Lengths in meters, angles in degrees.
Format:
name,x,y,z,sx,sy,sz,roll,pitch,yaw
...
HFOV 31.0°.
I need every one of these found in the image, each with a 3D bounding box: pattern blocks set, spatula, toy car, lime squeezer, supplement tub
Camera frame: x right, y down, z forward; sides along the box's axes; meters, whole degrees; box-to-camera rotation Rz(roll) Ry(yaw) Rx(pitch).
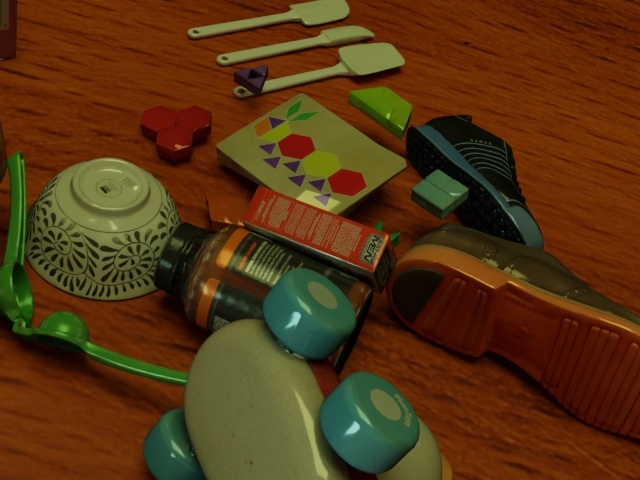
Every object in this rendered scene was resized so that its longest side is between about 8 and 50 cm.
name,x,y,z,sx,sy,sz,roll,pitch,yaw
pattern blocks set,-0.014,-0.090,1.269,0.285,0.026,0.325,-27,53,-25
spatula,-0.030,-0.246,1.457,0.242,0.019,0.168,-16,54,-29
toy car,0.017,0.172,0.978,0.238,0.219,0.210,15,35,-45
lime squeezer,-0.235,0.058,1.067,0.110,0.059,0.310,-34,66,-24
supplement tub,-0.057,0.052,1.099,0.198,0.106,0.106,24,45,7

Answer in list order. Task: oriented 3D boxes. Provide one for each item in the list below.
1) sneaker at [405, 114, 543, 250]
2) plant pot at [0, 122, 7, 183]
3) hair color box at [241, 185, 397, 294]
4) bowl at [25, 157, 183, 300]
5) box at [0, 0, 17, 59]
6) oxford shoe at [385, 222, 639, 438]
name,x,y,z,sx,sy,sz,roll,pitch,yaw
sneaker,0.192,-0.067,1.298,0.090,0.081,0.232,-20,51,-23
plant pot,-0.375,-0.019,1.029,0.205,0.205,0.188,-8,65,-22
hair color box,0.000,0.000,1.122,0.141,0.072,0.043,22,75,16
bowl,-0.211,-0.029,1.152,0.170,0.080,0.170,8,46,-8
box,-0.490,-0.306,1.315,0.213,0.117,0.243,-17,53,-29
oxford shoe,0.253,0.077,1.151,0.363,0.130,0.133,28,40,11
